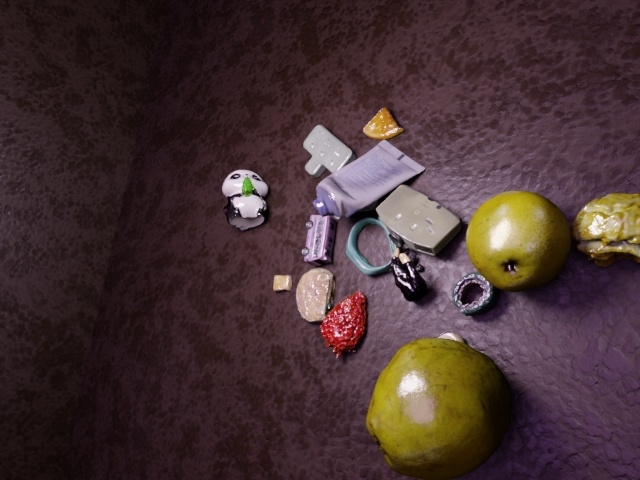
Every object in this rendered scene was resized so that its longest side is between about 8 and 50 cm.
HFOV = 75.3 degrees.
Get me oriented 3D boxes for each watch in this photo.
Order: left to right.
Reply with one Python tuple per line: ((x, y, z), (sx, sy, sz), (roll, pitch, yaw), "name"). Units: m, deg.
((0.200, 0.026, 1.548), (0.195, 0.068, 0.237), (-48, 51, 12), "watch")

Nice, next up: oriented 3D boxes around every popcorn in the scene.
((0.774, -0.031, 1.071), (0.221, 0.204, 0.184), (-5, 74, 48), "popcorn")

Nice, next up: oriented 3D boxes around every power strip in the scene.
((0.015, -0.365, 1.796), (0.194, 0.059, 0.265), (-51, 55, 12), "power strip")

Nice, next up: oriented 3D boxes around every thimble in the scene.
((0.480, 0.165, 1.288), (0.135, 0.090, 0.119), (-41, 54, 22), "thimble")

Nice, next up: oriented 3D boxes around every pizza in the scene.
((0.251, -0.467, 1.668), (0.178, 0.041, 0.131), (-6, 76, 34), "pizza")

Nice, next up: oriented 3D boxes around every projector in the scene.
((0.325, -0.061, 1.437), (0.193, 0.088, 0.269), (-43, 53, -8), "projector")

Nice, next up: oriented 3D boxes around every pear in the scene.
((0.326, 0.447, 1.125), (0.413, 0.352, 0.352), (-27, 52, -20), "pear")
((0.548, 0.003, 1.160), (0.294, 0.294, 0.295), (-11, 70, 33), "pear")

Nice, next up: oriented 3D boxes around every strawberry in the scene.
((0.096, 0.301, 1.517), (0.228, 0.098, 0.174), (-52, 55, 13), "strawberry")

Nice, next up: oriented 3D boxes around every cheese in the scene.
((0.428, 0.336, 1.300), (0.171, 0.047, 0.092), (-9, 74, 34), "cheese")

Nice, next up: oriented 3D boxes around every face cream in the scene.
((0.153, -0.225, 1.543), (0.420, 0.137, 0.235), (-34, 53, -14), "face cream")

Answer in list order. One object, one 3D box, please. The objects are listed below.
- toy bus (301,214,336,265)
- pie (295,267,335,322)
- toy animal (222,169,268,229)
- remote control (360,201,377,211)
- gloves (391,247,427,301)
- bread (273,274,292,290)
((0.000, 0.000, 1.679), (0.108, 0.096, 0.199), (-1, 73, 31), "toy bus")
((-0.028, 0.216, 1.661), (0.185, 0.052, 0.218), (3, 80, 35), "pie")
((-0.345, -0.201, 1.916), (0.212, 0.212, 0.267), (-13, 76, 32), "toy animal")
((0.131, -0.141, 1.658), (0.229, 0.044, 0.073), (2, 54, 42), "remote control")
((0.288, 0.108, 1.418), (0.106, 0.129, 0.181), (-42, 56, 22), "gloves")
((-0.162, 0.182, 1.779), (0.083, 0.035, 0.070), (-7, 73, 27), "bread")
